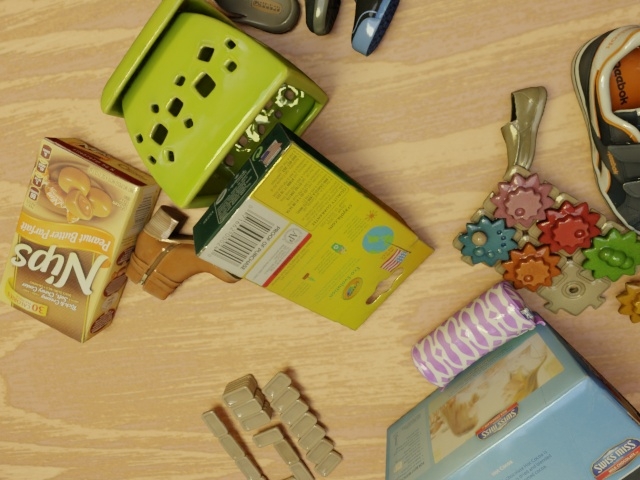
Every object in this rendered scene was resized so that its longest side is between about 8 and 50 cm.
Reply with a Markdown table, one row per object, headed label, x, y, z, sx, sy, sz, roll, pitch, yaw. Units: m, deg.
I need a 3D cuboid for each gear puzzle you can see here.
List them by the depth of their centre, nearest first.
| label | x | y | z | sx | sy | sz | roll | pitch | yaw |
| --- | --- | --- | --- | --- | --- | --- | --- | --- | --- |
| gear puzzle | 0.379 | 0.041 | 0.678 | 0.339 | 0.044 | 0.175 | 30 | 120 | -2 |

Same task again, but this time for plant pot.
| label | x | y | z | sx | sy | sz | roll | pitch | yaw |
| --- | --- | --- | --- | --- | --- | --- | --- | --- | --- |
| plant pot | -0.152 | -0.200 | 0.652 | 0.207 | 0.227 | 0.228 | 44 | 105 | 4 |

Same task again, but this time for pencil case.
| label | x | y | z | sx | sy | sz | roll | pitch | yaw |
| --- | --- | --- | --- | --- | --- | --- | --- | --- | --- |
| pencil case | 0.241 | 0.151 | 0.717 | 0.088 | 0.086 | 0.206 | 43 | 116 | -8 |

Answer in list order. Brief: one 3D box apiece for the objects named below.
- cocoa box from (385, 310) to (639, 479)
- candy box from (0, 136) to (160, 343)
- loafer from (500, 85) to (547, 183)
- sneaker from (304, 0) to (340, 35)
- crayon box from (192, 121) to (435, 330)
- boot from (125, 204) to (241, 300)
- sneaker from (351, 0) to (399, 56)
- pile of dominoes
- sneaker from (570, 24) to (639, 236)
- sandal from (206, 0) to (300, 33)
| label | x | y | z | sx | sy | sz | roll | pitch | yaw |
| --- | --- | --- | --- | --- | --- | --- | --- | --- | --- |
| cocoa box | 0.292 | 0.325 | 0.680 | 0.228 | 0.231 | 0.347 | 44 | 105 | -1 |
| candy box | -0.428 | 0.001 | 0.805 | 0.183 | 0.087 | 0.316 | 27 | 105 | 3 |
| loafer | 0.291 | -0.154 | 0.673 | 0.050 | 0.056 | 0.147 | 12 | 96 | 10 |
| sneaker | -0.030 | -0.412 | 0.655 | 0.131 | 0.087 | 0.227 | 3 | 99 | 11 |
| crayon box | 0.000 | 0.000 | 0.685 | 0.319 | 0.081 | 0.202 | 33 | 107 | -35 |
| boot | -0.241 | 0.051 | 0.798 | 0.197 | 0.073 | 0.152 | 38 | 106 | 9 |
| sneaker | 0.078 | -0.387 | 0.648 | 0.091 | 0.081 | 0.232 | 23 | 98 | 7 |
| pile of dominoes | -0.086 | 0.367 | 0.865 | 0.196 | 0.040 | 0.251 | -27 | 104 | 13 |
| sneaker | 0.444 | -0.130 | 0.615 | 0.126 | 0.127 | 0.321 | -27 | 98 | 12 |
| sandal | -0.141 | -0.369 | 0.693 | 0.220 | 0.060 | 0.089 | 17 | 104 | 5 |
